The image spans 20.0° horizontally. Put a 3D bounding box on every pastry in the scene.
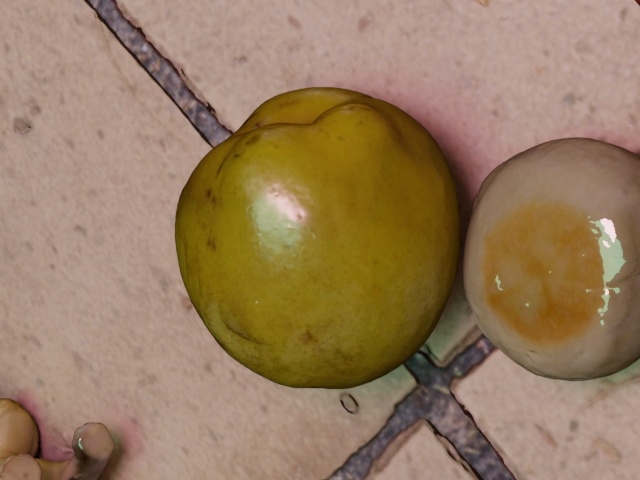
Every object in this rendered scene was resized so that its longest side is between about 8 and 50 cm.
[{"bbox_3d":[0.156,0.012,1.139,0.156,0.092,0.156,3,95,35],"label":"pastry"}]

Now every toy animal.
[{"bbox_3d":[-0.212,0.212,1.396,0.233,0.121,0.168,47,137,4],"label":"toy animal"}]

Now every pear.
[{"bbox_3d":[0.000,0.000,1.173,0.200,0.200,0.200,7,103,31],"label":"pear"}]

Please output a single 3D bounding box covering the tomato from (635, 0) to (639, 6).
[{"bbox_3d":[0.268,-0.224,0.940,0.270,0.227,0.270,26,126,42],"label":"tomato"}]
